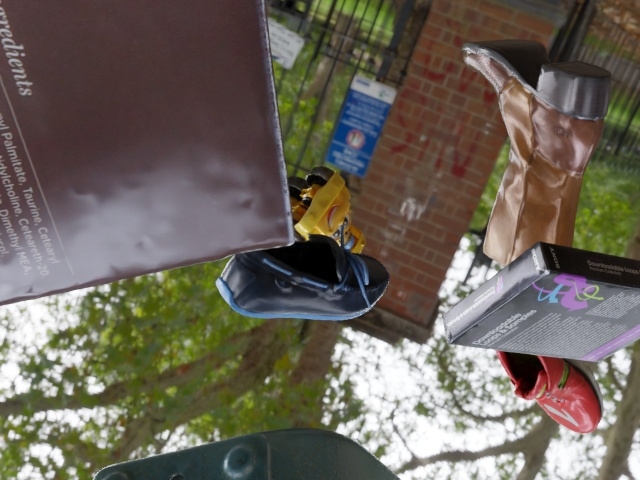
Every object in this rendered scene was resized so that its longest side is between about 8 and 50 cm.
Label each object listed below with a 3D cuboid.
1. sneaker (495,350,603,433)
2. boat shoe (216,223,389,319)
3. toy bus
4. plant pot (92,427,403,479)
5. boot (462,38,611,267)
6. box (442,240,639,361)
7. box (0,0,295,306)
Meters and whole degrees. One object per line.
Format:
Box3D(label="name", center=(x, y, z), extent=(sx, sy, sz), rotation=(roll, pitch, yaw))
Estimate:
Box3D(label="sneaker", center=(0.330, 0.209, 1.203), extent=(0.279, 0.107, 0.118), rotation=(50, -141, -17))
Box3D(label="boat shoe", center=(0.003, 0.040, 0.925), extent=(0.109, 0.089, 0.258), rotation=(43, -152, 27))
Box3D(label="toy bus", center=(0.000, 0.000, 1.374), extent=(0.211, 0.149, 0.220), rotation=(45, 153, -16))
Box3D(label="plant pot", center=(-0.061, 0.280, 0.629), extent=(0.248, 0.252, 0.247), rotation=(-15, -132, 11))
Box3D(label="boot", center=(0.257, -0.109, 1.031), extent=(0.096, 0.280, 0.264), rotation=(-13, -149, -28))
Box3D(label="box", center=(0.189, 0.050, 0.593), extent=(0.162, 0.116, 0.029), rotation=(9, -125, -28))
Box3D(label="box", center=(-0.134, -0.086, 0.389), extent=(0.203, 0.167, 0.168), rotation=(-12, -143, -8))
